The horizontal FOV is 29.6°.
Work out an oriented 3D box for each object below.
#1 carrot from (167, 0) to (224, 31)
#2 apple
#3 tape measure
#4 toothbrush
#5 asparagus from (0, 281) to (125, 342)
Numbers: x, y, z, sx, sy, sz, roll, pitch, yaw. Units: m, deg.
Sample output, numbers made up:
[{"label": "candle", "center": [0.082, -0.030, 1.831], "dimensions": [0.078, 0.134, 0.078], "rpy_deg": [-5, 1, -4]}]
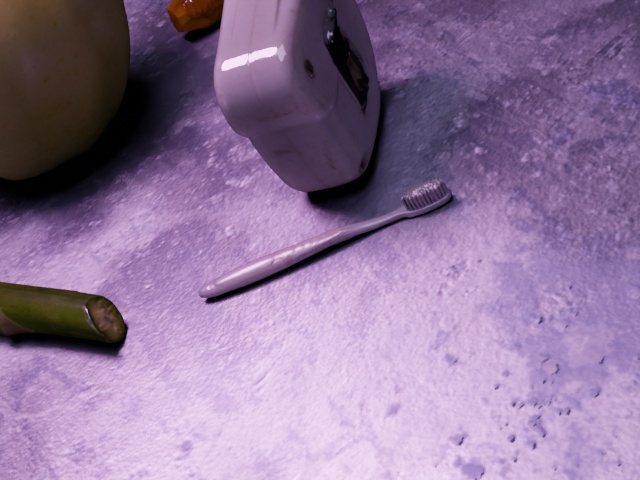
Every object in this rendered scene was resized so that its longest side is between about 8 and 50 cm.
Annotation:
[{"label": "carrot", "center": [-0.091, -0.413, 1.837], "dimensions": [0.314, 0.066, 0.066], "rpy_deg": [-35, 38, -11]}, {"label": "apple", "center": [-0.428, -0.272, 1.667], "dimensions": [0.357, 0.357, 0.357], "rpy_deg": [-18, 40, 16]}, {"label": "tape measure", "center": [-0.019, -0.210, 1.397], "dimensions": [0.130, 0.265, 0.258], "rpy_deg": [-14, 51, 23]}, {"label": "toothbrush", "center": [0.000, 0.000, 1.341], "dimensions": [0.307, 0.029, 0.025], "rpy_deg": [-23, 46, 10]}, {"label": "asparagus", "center": [-0.343, 0.082, 1.450], "dimensions": [0.278, 0.060, 0.067], "rpy_deg": [2, 38, 33]}]
